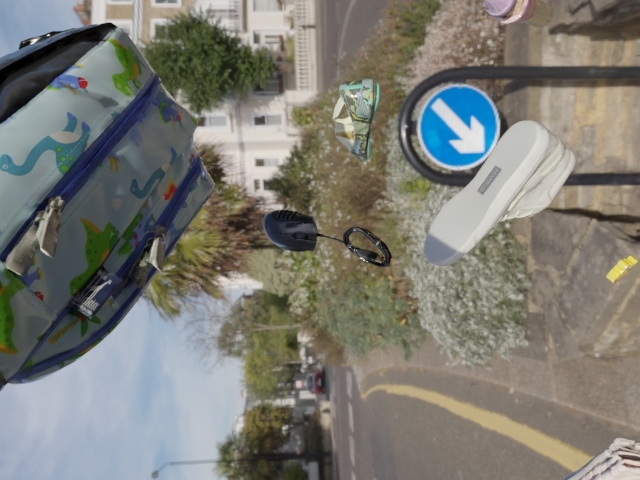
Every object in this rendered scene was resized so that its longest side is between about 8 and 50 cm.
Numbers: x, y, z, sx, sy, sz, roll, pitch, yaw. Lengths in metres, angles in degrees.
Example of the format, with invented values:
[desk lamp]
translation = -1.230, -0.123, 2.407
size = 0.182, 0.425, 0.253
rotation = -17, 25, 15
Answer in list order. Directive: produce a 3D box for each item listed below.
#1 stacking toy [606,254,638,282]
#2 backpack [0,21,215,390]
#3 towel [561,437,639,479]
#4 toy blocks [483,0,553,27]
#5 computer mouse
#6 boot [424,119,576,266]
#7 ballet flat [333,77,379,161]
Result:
[stacking toy]
translation = 0.612, 0.038, 0.849
size = 0.167, 0.052, 0.221
rotation = 51, 136, 34
[backpack]
translation = -0.255, -0.027, 0.439
size = 0.273, 0.290, 0.356
rotation = 37, -126, -39
[towel]
translation = 0.525, 0.377, 0.762
size = 0.332, 0.316, 0.054
rotation = 91, -177, -50
[toy blocks]
translation = 0.364, -0.526, 0.777
size = 0.288, 0.260, 0.309
rotation = -5, 91, 50
[computer mouse]
translation = 0.000, 0.000, 0.822
size = 0.041, 0.242, 0.071
rotation = -29, -54, -51
[boot]
translation = 0.280, -0.049, 0.788
size = 0.258, 0.123, 0.095
rotation = -54, 33, 23
[ballet flat]
translation = 0.051, -0.182, 0.787
size = 0.188, 0.070, 0.070
rotation = 87, 179, -67
